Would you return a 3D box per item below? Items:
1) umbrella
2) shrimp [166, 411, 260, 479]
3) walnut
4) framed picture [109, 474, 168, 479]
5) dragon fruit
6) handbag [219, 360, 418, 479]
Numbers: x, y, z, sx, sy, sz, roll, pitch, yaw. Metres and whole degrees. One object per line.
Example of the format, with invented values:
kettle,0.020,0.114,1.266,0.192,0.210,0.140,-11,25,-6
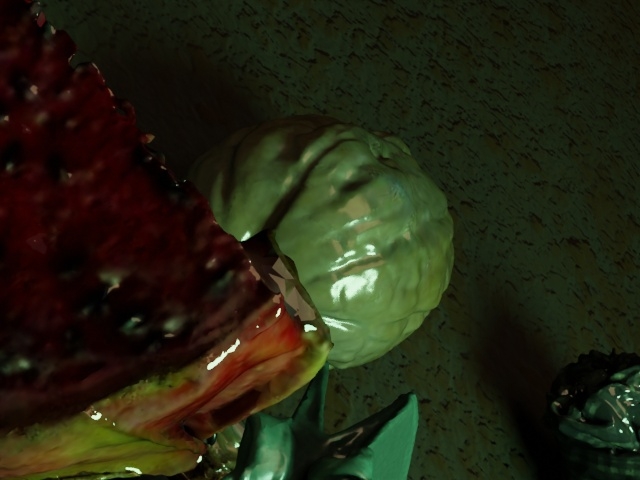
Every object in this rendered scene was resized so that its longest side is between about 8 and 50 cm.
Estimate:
umbrella,0.265,0.243,1.339,0.128,0.154,0.336,-30,111,-20
shrimp,-0.020,0.157,1.019,0.253,0.058,0.173,54,14,-8
walnut,0.000,-0.002,1.127,0.178,0.178,0.230,60,23,0
framed picture,-0.048,0.193,1.037,0.289,0.016,0.213,38,39,-30
dragon fruit,-0.120,0.002,0.829,0.330,0.302,0.240,0,106,-77
handbag,-0.068,0.216,0.777,0.089,0.238,0.326,28,35,17
